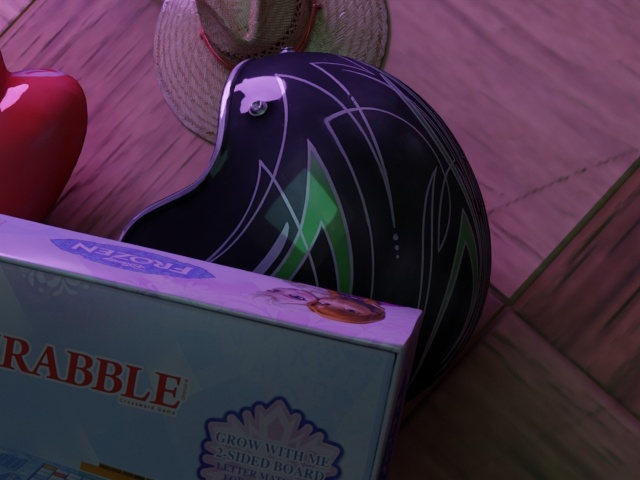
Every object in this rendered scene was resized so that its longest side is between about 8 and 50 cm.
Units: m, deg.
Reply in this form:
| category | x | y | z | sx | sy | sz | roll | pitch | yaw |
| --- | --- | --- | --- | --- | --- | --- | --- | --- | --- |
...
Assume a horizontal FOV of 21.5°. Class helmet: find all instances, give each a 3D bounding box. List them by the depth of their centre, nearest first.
| category | x | y | z | sx | sy | sz | roll | pitch | yaw |
| --- | --- | --- | --- | --- | --- | --- | --- | --- | --- |
| helmet | 0.000 | 0.000 | 0.793 | 0.161 | 0.169 | 0.169 | -45 | 66 | 17 |

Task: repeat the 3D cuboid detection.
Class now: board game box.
| category | x | y | z | sx | sy | sz | roll | pitch | yaw |
| --- | --- | --- | --- | --- | --- | --- | --- | --- | --- |
| board game box | -0.141 | 0.150 | 0.738 | 0.318 | 0.066 | 0.318 | 13 | 104 | 8 |

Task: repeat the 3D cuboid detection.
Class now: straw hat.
| category | x | y | z | sx | sy | sz | roll | pitch | yaw |
| --- | --- | --- | --- | --- | --- | --- | --- | --- | --- |
| straw hat | -0.037 | -0.125 | 0.898 | 0.144 | 0.061 | 0.144 | -5 | 72 | 14 |

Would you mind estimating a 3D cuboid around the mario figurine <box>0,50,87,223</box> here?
| category | x | y | z | sx | sy | sz | roll | pitch | yaw |
| --- | --- | --- | --- | --- | --- | --- | --- | --- | --- |
| mario figurine | -0.281 | -0.058 | 0.861 | 0.320 | 0.170 | 0.198 | -9 | 60 | -9 |
